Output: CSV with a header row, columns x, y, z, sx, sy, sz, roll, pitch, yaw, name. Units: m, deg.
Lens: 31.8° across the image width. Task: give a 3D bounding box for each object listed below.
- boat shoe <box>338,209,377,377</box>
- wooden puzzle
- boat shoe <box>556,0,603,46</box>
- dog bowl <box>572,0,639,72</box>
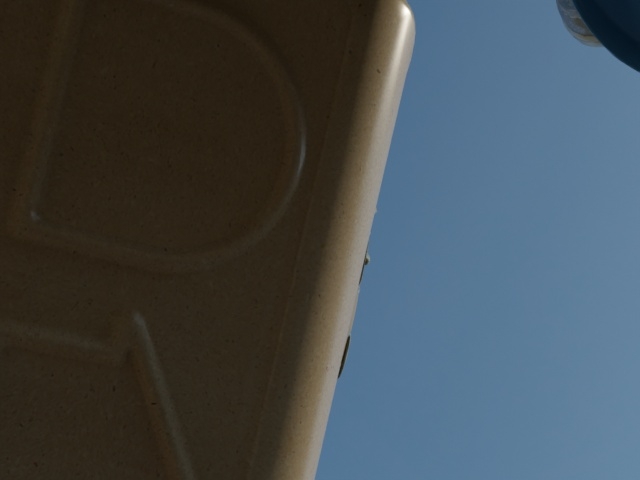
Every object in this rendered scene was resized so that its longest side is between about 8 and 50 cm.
x,y,z,sx,sy,sz,roll,pitch,yaw,name
0.000,0.000,0.623,0.068,0.072,0.190,16,-86,30,boat shoe
-0.144,0.009,0.448,0.348,0.080,0.322,15,-94,-28,wooden puzzle
0.281,-0.262,0.782,0.103,0.118,0.320,24,-45,-34,boat shoe
0.171,-0.212,0.478,0.166,0.074,0.297,-11,-63,16,dog bowl
